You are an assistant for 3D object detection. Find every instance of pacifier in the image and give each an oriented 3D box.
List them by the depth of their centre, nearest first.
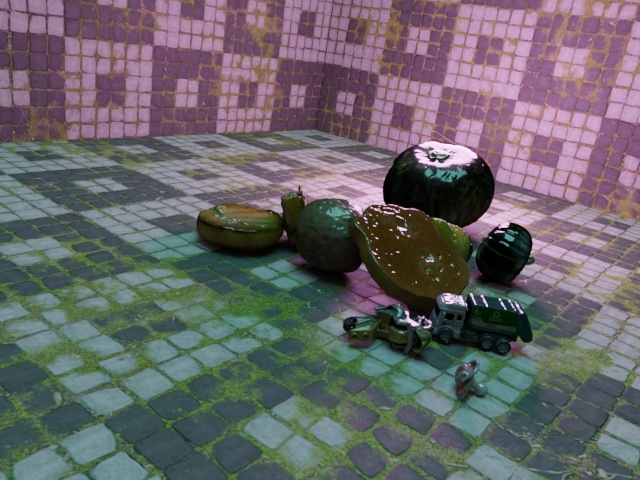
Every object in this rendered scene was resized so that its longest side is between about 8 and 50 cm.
[{"bbox_3d":[0.336,0.308,1.235,0.078,0.081,0.099,40,24,2],"label":"pacifier"}]

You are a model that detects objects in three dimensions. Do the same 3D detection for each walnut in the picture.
[{"bbox_3d":[0.035,-0.016,1.740,0.248,0.248,0.248,8,20,-3],"label":"walnut"}]

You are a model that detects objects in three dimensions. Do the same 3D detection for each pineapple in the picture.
[{"bbox_3d":[-0.081,-0.076,1.898,0.115,0.186,0.236,-13,-18,1],"label":"pineapple"}]

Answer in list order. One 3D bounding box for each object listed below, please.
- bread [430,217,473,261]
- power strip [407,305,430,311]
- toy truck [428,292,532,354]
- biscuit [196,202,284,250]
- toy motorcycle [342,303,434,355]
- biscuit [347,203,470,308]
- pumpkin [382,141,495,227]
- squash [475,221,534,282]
[{"bbox_3d":[0.398,0.018,1.867,0.171,0.197,0.197,-2,22,-43],"label":"bread"},{"bbox_3d":[0.295,0.149,1.653,0.137,0.044,0.216,1,26,-15],"label":"power strip"},{"bbox_3d":[0.416,0.210,1.458,0.253,0.124,0.114,11,18,1],"label":"toy truck"},{"bbox_3d":[-0.267,-0.042,1.877,0.296,0.102,0.296,8,17,-2],"label":"biscuit"},{"bbox_3d":[0.172,0.218,1.367,0.229,0.094,0.130,2,22,-6],"label":"toy motorcycle"},{"bbox_3d":[0.257,0.043,1.627,0.385,0.062,0.365,-3,52,-42],"label":"biscuit"},{"bbox_3d":[0.481,-0.206,2.300,0.455,0.344,0.454,-3,31,2],"label":"pumpkin"},{"bbox_3d":[0.615,0.041,1.879,0.172,0.218,0.218,50,33,12],"label":"squash"}]
